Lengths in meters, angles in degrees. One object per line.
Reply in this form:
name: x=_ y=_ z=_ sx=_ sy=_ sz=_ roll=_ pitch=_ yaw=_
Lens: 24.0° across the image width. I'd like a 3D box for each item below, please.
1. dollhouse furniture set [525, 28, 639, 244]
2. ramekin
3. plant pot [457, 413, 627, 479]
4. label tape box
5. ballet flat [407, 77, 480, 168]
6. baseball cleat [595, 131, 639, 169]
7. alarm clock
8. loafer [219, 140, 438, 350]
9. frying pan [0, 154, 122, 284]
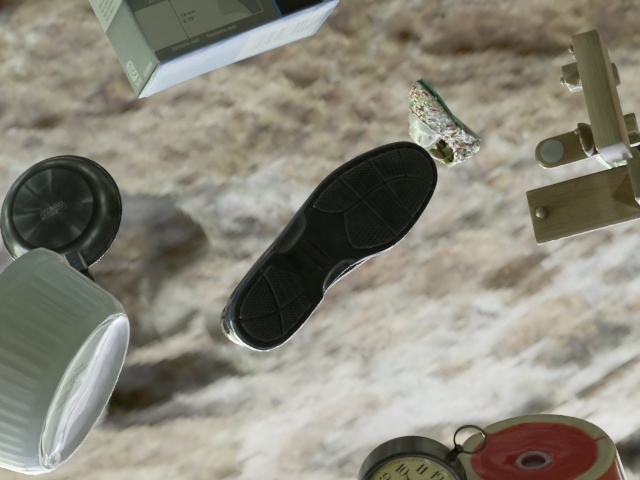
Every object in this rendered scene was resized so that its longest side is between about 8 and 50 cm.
dollhouse furniture set: x=0.235 y=-0.095 z=1.444 sx=0.123 sy=0.144 sz=0.151 roll=-16 pitch=-19 yaw=18
ramekin: x=-0.337 y=0.157 z=1.813 sx=0.273 sy=0.127 sz=0.273 roll=-61 pitch=-12 yaw=-23
plant pot: x=0.274 y=0.364 z=1.844 sx=0.275 sy=0.275 sz=0.243 roll=-20 pitch=-65 yaw=-23
label tape box: x=-0.165 y=-0.360 z=1.712 sx=0.240 sy=0.334 sz=0.106 roll=-24 pitch=-8 yaw=-24
ballet flat: x=0.178 y=-0.165 z=2.268 sx=0.077 sy=0.091 sz=0.241 roll=-45 pitch=-30 yaw=6
baseball cleat: x=0.359 y=-0.094 z=1.679 sx=0.072 sy=0.109 sz=0.206 roll=-51 pitch=12 yaw=-12
alarm clock: x=0.120 y=0.278 z=1.743 sx=0.192 sy=0.129 sz=0.064 roll=-44 pitch=12 yaw=20
loafer: x=0.000 y=0.000 z=1.656 sx=0.302 sy=0.109 sz=0.095 roll=-44 pitch=13 yaw=-18
frying pan: x=-0.399 y=0.019 z=2.280 sx=0.197 sy=0.326 sz=0.053 roll=-4 pitch=-19 yaw=9
